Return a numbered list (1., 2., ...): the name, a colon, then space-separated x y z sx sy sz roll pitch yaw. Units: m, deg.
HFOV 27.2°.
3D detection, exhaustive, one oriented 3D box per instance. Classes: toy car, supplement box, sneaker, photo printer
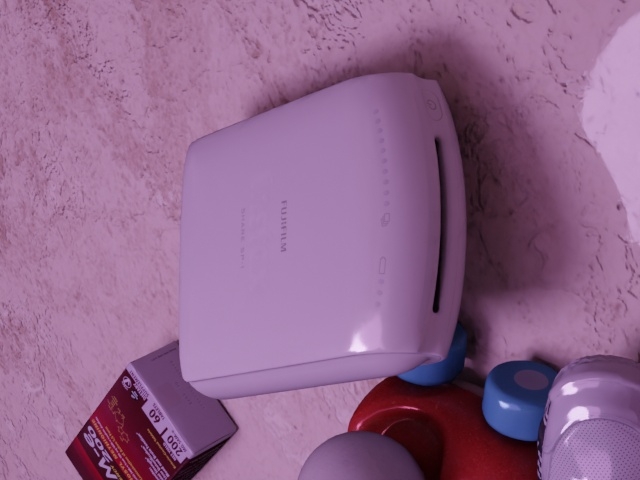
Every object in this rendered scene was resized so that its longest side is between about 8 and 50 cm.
1. toy car: 0.072 0.219 1.136 0.210 0.238 0.219 27 126 35
2. supplement box: -0.205 0.235 1.553 0.130 0.073 0.239 53 138 13
3. sneaker: 0.229 0.283 1.008 0.137 0.210 0.365 -2 112 19
4. photo printer: 0.000 0.000 1.148 0.307 0.107 0.256 -14 71 48
